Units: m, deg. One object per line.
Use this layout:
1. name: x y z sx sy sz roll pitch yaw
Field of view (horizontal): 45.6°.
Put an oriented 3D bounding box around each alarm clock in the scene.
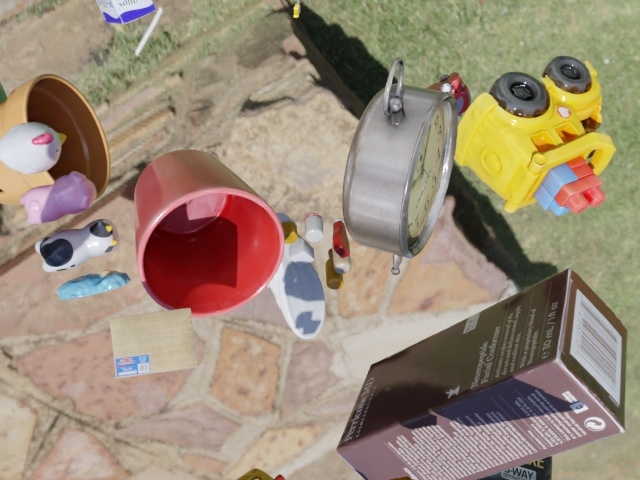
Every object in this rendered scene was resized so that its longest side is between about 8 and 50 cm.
1. alarm clock: 0.058 -0.065 0.573 0.064 0.129 0.192 17 153 17

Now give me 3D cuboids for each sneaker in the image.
1. sneaker: -0.094 0.088 1.769 0.108 0.292 0.169 -17 -179 -34

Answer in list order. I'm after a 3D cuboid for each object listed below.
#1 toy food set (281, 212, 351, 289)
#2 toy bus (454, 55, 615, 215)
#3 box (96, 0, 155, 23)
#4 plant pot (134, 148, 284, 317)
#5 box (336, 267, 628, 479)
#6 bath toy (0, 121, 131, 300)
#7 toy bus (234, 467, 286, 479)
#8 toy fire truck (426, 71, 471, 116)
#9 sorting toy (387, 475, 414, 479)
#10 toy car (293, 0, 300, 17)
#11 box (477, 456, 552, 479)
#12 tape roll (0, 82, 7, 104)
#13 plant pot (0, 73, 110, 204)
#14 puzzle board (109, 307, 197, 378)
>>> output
1. toy food set: 0.000 0.000 1.689 0.111 0.104 0.232 -28 133 24
2. toy bus: 0.329 -0.129 1.064 0.220 0.211 0.149 -23 152 -24
3. box: -0.390 -0.489 1.449 0.072 0.126 0.137 -32 118 -18
4. plant pot: -0.232 -0.033 1.431 0.275 0.243 0.274 -13 127 -18
5. box: 0.217 0.210 1.051 0.143 0.191 0.381 45 128 -12
6. bath toy: -0.474 -0.063 1.427 0.129 0.348 0.151 -13 -168 45
7. toy bus: -0.129 0.398 1.049 0.191 0.104 0.202 -51 154 -21
8. toy fire truck: 0.180 -0.181 1.284 0.192 0.047 0.135 -29 114 20
9. sorting toy: 0.104 0.289 0.730 0.229 0.307 0.041 -1 95 -26
10. toy car: -0.003 -0.508 1.582 0.122 0.060 0.040 -56 172 -12
11. box: 0.301 0.427 1.525 0.308 0.242 0.076 15 123 11
12. tape roll: -0.828 -0.302 1.720 0.077 0.321 0.321 -14 139 13
13. plant pot: -0.635 -0.200 1.686 0.204 0.290 0.290 -14 140 16
14. puzzle board: -0.266 0.163 1.214 0.128 0.096 0.011 -7 168 -12
